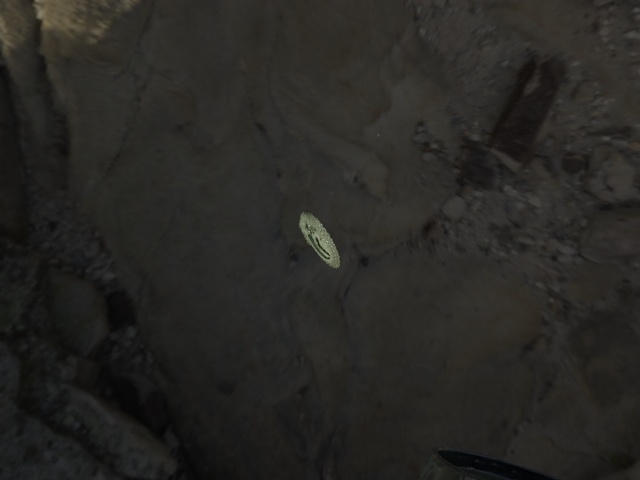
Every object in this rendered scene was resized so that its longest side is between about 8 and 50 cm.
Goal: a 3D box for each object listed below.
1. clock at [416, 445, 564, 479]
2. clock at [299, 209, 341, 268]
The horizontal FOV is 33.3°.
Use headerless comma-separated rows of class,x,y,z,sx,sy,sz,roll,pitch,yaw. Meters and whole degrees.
clock,0.248,0.309,1.236,0.280,0.280,0.055,18,89,1
clock,0.000,0.000,1.340,0.010,0.074,0.083,-32,71,-21
